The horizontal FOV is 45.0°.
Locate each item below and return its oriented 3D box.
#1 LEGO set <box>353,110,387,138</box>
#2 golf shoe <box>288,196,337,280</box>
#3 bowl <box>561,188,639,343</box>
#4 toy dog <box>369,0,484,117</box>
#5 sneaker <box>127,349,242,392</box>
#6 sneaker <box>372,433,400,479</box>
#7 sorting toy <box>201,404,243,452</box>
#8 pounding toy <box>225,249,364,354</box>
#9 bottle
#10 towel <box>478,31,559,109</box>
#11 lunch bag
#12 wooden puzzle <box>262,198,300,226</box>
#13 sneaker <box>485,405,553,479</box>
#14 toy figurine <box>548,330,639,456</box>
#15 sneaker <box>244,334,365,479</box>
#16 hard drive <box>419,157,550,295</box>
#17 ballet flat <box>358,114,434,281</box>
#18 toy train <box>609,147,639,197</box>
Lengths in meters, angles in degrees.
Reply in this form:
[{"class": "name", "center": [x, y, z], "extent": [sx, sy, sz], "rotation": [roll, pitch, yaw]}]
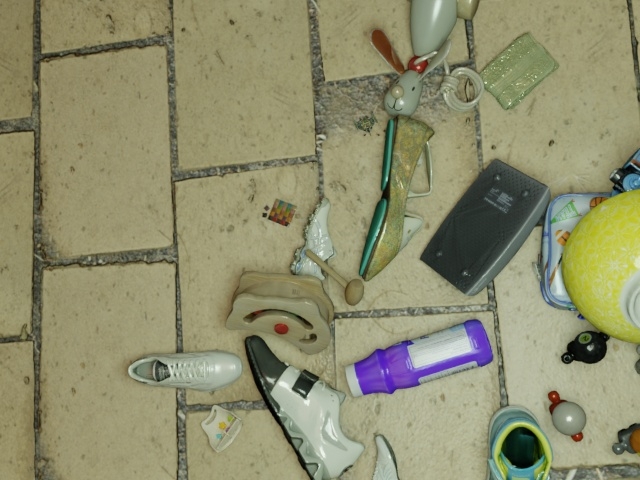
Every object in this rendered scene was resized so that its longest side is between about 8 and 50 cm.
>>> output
[{"class": "LEGO set", "center": [0.108, -0.242, 1.648], "extent": [0.083, 0.023, 0.054], "rotation": [37, 92, 0]}, {"class": "golf shoe", "center": [0.000, 0.000, 1.616], "extent": [0.085, 0.069, 0.176], "rotation": [20, 91, -4]}, {"class": "bowl", "center": [0.566, 0.072, 1.306], "extent": [0.289, 0.156, 0.290], "rotation": [3, 116, 7]}, {"class": "toy dog", "center": [0.215, -0.429, 1.576], "extent": [0.220, 0.161, 0.334], "rotation": [-2, 80, 19]}, {"class": "sneaker", "center": [-0.279, 0.272, 1.601], "extent": [0.234, 0.095, 0.090], "rotation": [-5, 79, 8]}, {"class": "sneaker", "center": [0.125, 0.459, 1.518], "extent": [0.061, 0.053, 0.152], "rotation": [-17, 79, 10]}, {"class": "sorting toy", "center": [-0.207, 0.382, 1.600], "extent": [0.075, 0.045, 0.083], "rotation": [34, 89, 21]}, {"class": "pounding toy", "center": [-0.048, 0.123, 1.562], "extent": [0.269, 0.154, 0.155], "rotation": [4, 43, 5]}, {"class": "bottle", "center": [0.190, 0.234, 1.507], "extent": [0.282, 0.118, 0.092], "rotation": [-19, 79, 8]}, {"class": "towel", "center": [0.407, -0.352, 1.603], "extent": [0.148, 0.027, 0.110], "rotation": [-42, 76, 2]}, {"class": "lunch bag", "center": [0.562, 0.032, 1.473], "extent": [0.303, 0.115, 0.243], "rotation": [1, 84, 10]}, {"class": "wooden puzzle", "center": [-0.082, -0.059, 1.659], "extent": [0.083, 0.006, 0.049], "rotation": [22, 86, 13]}, {"class": "sneaker", "center": [0.353, 0.466, 1.395], "extent": [0.127, 0.208, 0.319], "rotation": [-3, 81, 9]}, {"class": "toy figurine", "center": [0.535, 0.281, 1.420], "extent": [0.209, 0.148, 0.213], "rotation": [19, 85, 13]}, {"class": "sneaker", "center": [-0.032, 0.316, 1.549], "extent": [0.146, 0.122, 0.331], "rotation": [-30, 76, -14]}, {"class": "hard drive", "center": [0.325, -0.023, 1.513], "extent": [0.255, 0.054, 0.172], "rotation": [-53, 40, 4]}, {"class": "ballet flat", "center": [0.164, -0.080, 1.568], "extent": [0.123, 0.123, 0.349], "rotation": [10, 83, 12]}, {"class": "toy train", "center": [0.611, -0.083, 1.388], "extent": [0.184, 0.080, 0.105], "rotation": [39, 76, 10]}]
